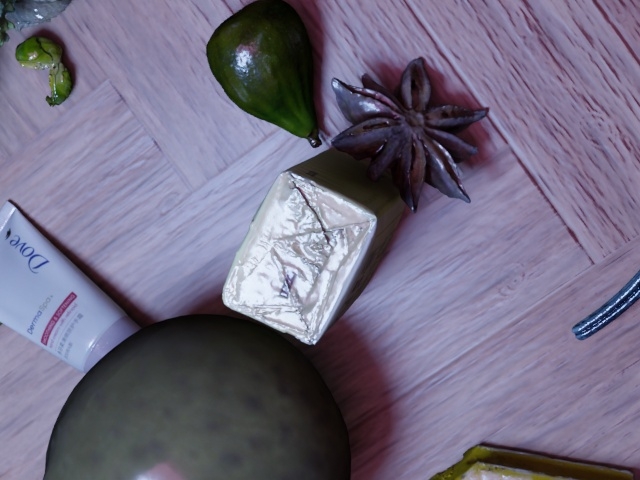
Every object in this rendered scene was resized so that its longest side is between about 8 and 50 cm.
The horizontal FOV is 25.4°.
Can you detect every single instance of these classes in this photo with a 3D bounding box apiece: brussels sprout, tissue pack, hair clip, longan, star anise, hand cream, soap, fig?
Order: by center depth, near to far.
[{"bbox_3d":[0.000,0.000,1.522,0.125,0.234,0.159,27,105,6],"label":"tissue pack"},{"bbox_3d":[0.087,-0.119,1.536,0.182,0.195,0.065,23,150,-14],"label":"star anise"},{"bbox_3d":[0.367,0.006,1.546,0.083,0.048,0.275,30,106,0],"label":"hair clip"},{"bbox_3d":[-0.140,0.256,1.566,0.361,0.361,0.361,2,101,11],"label":"longan"},{"bbox_3d":[-0.054,-0.178,1.576,0.117,0.117,0.177,-19,118,15],"label":"fig"},{"bbox_3d":[0.220,0.325,1.620,0.257,0.080,0.160,8,102,10],"label":"soap"},{"bbox_3d":[-0.317,-0.200,1.651,0.051,0.046,0.083,-32,103,12],"label":"brussels sprout"},{"bbox_3d":[-0.316,0.072,1.688,0.248,0.083,0.133,34,94,10],"label":"hand cream"}]

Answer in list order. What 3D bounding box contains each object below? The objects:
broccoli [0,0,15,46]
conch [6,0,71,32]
[{"bbox_3d":[-0.476,-0.205,1.568,0.375,0.302,0.249,-24,140,25],"label":"broccoli"},{"bbox_3d":[-0.306,-0.330,1.607,0.207,0.130,0.155,-52,53,37],"label":"conch"}]
